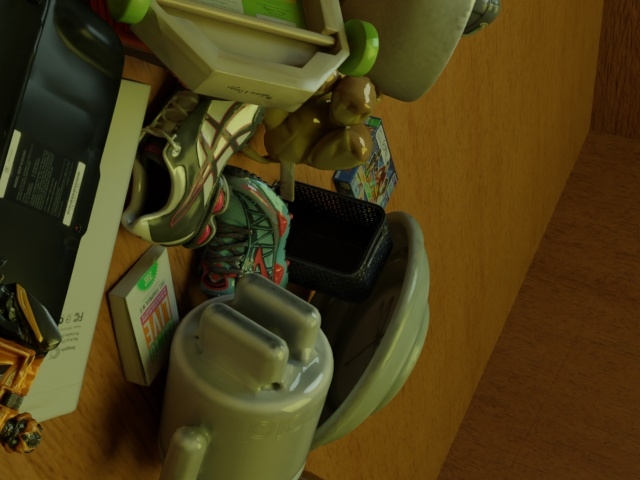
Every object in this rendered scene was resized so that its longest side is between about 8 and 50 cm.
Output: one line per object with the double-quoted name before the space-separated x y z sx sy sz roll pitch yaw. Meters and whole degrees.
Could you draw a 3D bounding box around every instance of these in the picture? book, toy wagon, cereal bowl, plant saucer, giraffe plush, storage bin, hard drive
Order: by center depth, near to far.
"hard drive" -0.276 0.009 0.907 0.233 0.047 0.353 -4 110 -66
"toy wagon" -0.085 -0.289 0.939 0.267 0.068 0.344 7 61 -36
"book" -0.207 0.089 1.159 0.096 0.035 0.144 -56 152 -44
"giraffe plush" 0.001 -0.178 1.272 0.170 0.181 0.210 -60 176 -47
"cereal bowl" 0.110 -0.371 1.334 0.339 0.141 0.338 -166 -90 -77
"storage bin" 0.000 0.000 1.380 0.122 0.180 0.084 -62 157 -24
"plant saucer" 0.065 0.151 1.465 0.400 0.101 0.400 -53 -163 24

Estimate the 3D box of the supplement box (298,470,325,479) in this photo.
"supplement box" -0.041 0.469 1.775 0.078 0.080 0.233 -67 160 -7

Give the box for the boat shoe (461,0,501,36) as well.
"boat shoe" 0.191 -0.363 1.513 0.305 0.091 0.109 -133 -121 -76

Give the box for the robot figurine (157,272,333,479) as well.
"robot figurine" -0.101 0.209 1.230 0.300 0.200 0.353 -38 153 -43

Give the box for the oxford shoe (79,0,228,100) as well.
"oxford shoe" -0.130 -0.184 0.964 0.271 0.096 0.098 9 144 -32

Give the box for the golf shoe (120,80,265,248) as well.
"golf shoe" -0.139 -0.121 1.068 0.120 0.105 0.272 2 104 -62

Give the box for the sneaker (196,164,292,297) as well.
"sneaker" -0.104 0.021 1.255 0.125 0.104 0.261 -54 151 -35

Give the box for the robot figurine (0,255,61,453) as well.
"robot figurine" -0.310 0.076 0.605 0.085 0.291 0.211 -9 -123 67

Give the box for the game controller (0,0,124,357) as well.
"game controller" -0.244 -0.055 0.758 0.166 0.067 0.319 36 62 -60

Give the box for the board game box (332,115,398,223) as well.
"board game box" 0.083 -0.108 1.694 0.136 0.035 0.201 -64 157 -21
